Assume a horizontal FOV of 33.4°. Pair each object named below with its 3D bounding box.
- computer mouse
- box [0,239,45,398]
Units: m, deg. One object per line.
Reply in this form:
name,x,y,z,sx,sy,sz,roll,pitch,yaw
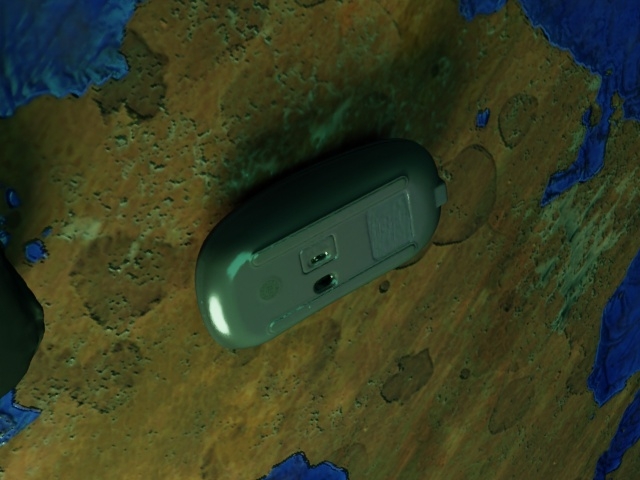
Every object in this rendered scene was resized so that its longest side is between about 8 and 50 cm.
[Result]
computer mouse,-0.001,0.000,0.852,0.232,0.057,0.120,-30,129,-23
box,-0.330,0.066,0.535,0.359,0.091,0.350,-38,149,-20
